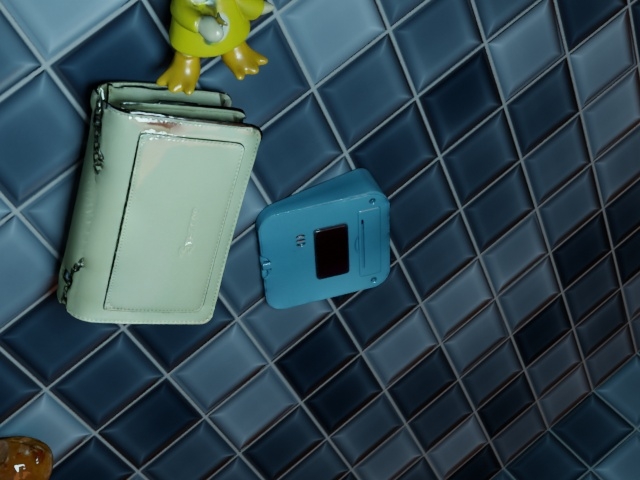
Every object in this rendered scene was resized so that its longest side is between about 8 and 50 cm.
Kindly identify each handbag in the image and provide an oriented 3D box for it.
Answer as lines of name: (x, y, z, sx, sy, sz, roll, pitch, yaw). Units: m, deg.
handbag: (-0.259, -0.053, 1.573, 0.236, 0.160, 0.359, 0, 120, -32)

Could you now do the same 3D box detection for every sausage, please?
sausage: (-0.566, 0.427, 1.726, 0.258, 0.133, 0.133, -37, 137, -11)

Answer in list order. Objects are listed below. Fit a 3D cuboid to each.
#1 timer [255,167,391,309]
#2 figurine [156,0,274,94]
timer: (0.000, 0.000, 1.900, 0.250, 0.091, 0.232, -15, 132, -14)
figurine: (-0.170, -0.364, 1.388, 0.215, 0.187, 0.344, -33, 143, -27)
